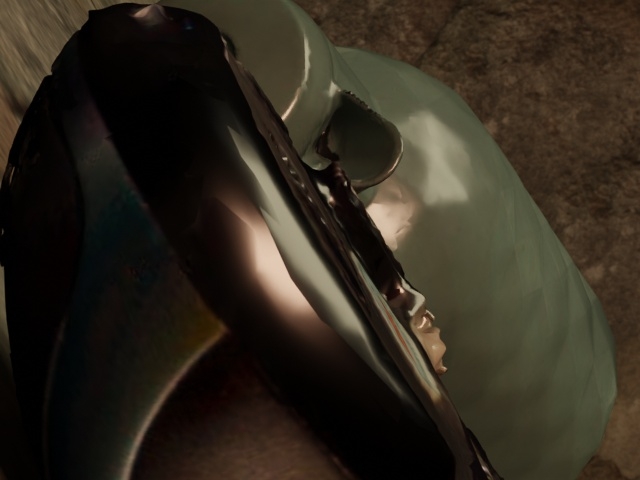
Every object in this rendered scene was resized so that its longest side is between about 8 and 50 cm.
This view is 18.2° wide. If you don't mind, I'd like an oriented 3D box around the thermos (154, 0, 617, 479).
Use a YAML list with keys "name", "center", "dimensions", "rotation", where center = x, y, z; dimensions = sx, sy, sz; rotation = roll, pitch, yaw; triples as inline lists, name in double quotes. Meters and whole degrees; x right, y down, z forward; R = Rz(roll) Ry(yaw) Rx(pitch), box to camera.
- name: "thermos"
  center: [0.000, 0.000, 0.769]
  dimensions: [0.182, 0.145, 0.286]
  rotation: [21, -17, 33]

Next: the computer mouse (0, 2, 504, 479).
- name: "computer mouse"
  center: [-0.010, 0.056, 0.468]
  dimensions: [0.233, 0.096, 0.137]
  rotation: [60, 8, -21]
